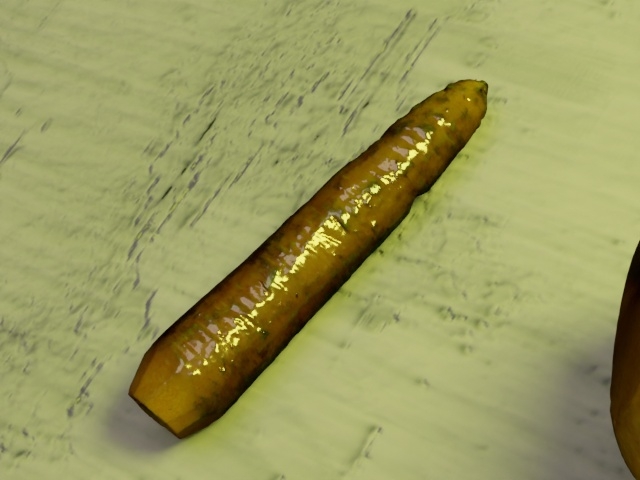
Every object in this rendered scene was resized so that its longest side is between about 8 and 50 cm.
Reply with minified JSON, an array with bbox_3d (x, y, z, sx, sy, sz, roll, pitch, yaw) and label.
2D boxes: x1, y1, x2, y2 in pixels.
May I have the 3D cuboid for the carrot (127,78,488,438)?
[{"bbox_3d":[0.000,0.000,1.106,0.314,0.066,0.066,-47,52,-12],"label":"carrot"}]

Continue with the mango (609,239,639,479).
[{"bbox_3d":[0.231,0.071,0.879,0.166,0.136,0.236,19,20,0],"label":"mango"}]
